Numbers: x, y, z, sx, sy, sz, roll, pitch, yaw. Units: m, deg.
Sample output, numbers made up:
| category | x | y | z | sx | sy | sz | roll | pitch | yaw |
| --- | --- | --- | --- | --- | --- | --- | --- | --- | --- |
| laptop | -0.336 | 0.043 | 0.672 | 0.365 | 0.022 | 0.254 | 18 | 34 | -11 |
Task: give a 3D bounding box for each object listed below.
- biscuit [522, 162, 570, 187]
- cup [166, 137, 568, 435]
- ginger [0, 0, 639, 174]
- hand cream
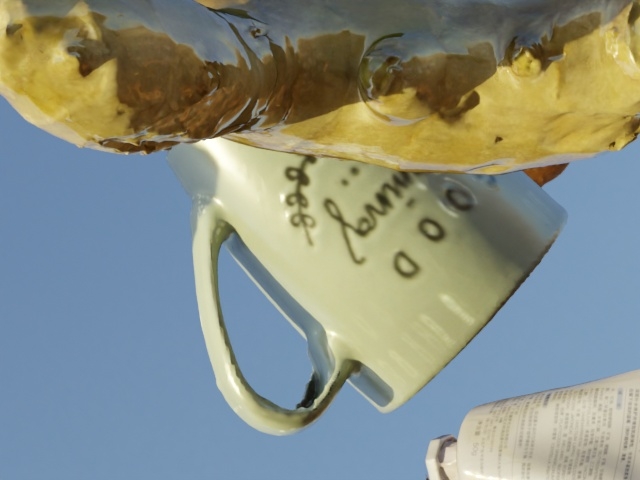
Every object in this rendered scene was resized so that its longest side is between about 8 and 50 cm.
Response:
| category | x | y | z | sx | sy | sz | roll | pitch | yaw |
| --- | --- | --- | --- | --- | --- | --- | --- | --- | --- |
| biscuit | 0.130 | -0.108 | 1.748 | 0.284 | 0.043 | 0.306 | -29 | -44 | 14 |
| cup | 0.000 | 0.000 | 1.213 | 0.258 | 0.234 | 0.186 | -50 | 1 | -25 |
| ginger | -0.012 | -0.090 | 0.950 | 0.348 | 0.363 | 0.122 | 7 | -90 | -14 |
| hand cream | 0.115 | 0.103 | 0.870 | 0.142 | 0.084 | 0.053 | -11 | -36 | 37 |
